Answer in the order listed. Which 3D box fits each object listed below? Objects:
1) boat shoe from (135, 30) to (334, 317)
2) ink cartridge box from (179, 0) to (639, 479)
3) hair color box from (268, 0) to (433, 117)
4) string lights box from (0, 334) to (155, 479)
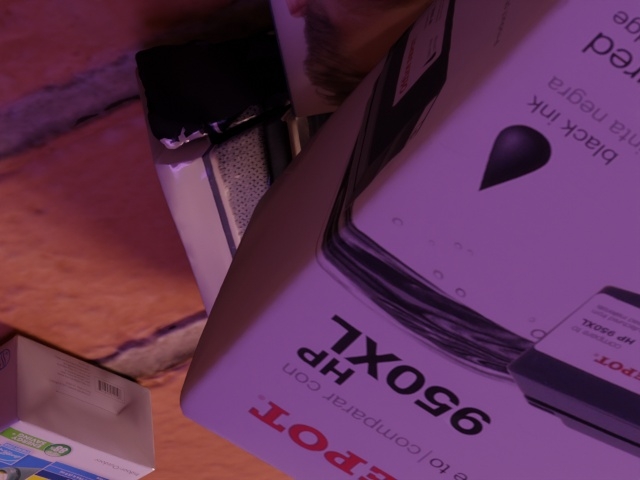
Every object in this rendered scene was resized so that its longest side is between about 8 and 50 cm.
[{"bbox_3d":[0.000,0.000,1.064,0.158,0.127,0.340,-15,143,0],"label":"boat shoe"},{"bbox_3d":[0.155,0.003,0.788,0.285,0.166,0.395,32,135,-11],"label":"ink cartridge box"},{"bbox_3d":[0.046,-0.201,0.786,0.174,0.105,0.347,-9,152,3],"label":"hair color box"},{"bbox_3d":[-0.263,0.178,1.295,0.260,0.076,0.133,-33,138,30],"label":"string lights box"}]
